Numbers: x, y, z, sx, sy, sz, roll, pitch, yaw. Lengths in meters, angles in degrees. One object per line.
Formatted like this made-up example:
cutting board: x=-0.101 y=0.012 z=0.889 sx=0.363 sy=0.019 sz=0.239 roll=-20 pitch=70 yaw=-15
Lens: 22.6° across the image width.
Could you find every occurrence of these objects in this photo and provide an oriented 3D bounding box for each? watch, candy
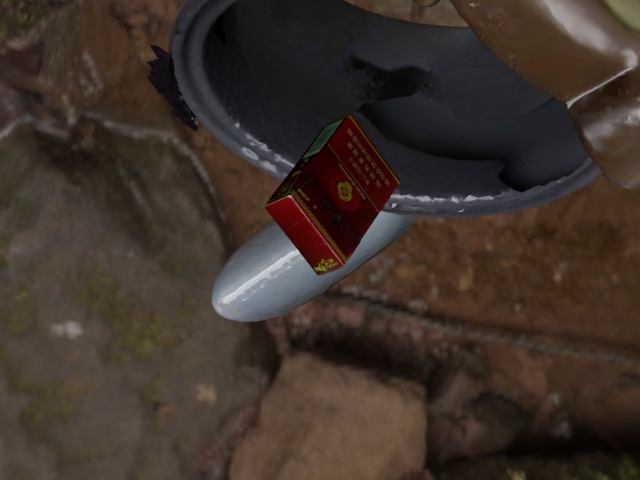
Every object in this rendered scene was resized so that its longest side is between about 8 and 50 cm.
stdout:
watch: x=0.052 y=-0.168 z=0.974 sx=0.335 sy=0.314 sz=0.327 roll=28 pitch=147 yaw=-29
candy: x=0.000 y=0.000 z=1.269 sx=0.174 sy=0.138 sz=0.071 roll=-35 pitch=85 yaw=15

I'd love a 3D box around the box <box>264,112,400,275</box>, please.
box: x=0.008 y=-0.026 z=0.885 sx=0.023 sy=0.082 sz=0.051 roll=-23 pitch=112 yaw=41
